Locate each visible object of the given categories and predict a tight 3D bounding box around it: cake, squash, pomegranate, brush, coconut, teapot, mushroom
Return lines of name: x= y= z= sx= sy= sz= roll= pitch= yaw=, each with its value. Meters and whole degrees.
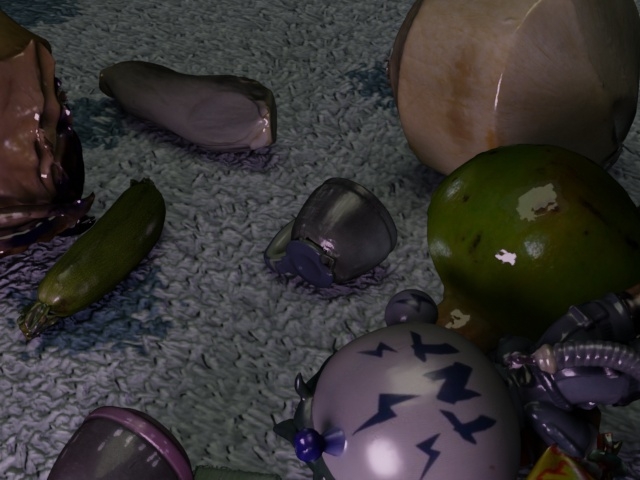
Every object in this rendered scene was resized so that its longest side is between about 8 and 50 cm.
cake: x=-0.407 y=-0.102 z=1.689 sx=0.321 sy=0.332 sz=0.332 roll=42 pitch=38 yaw=0
squash: x=-0.238 y=0.009 z=1.641 sx=0.080 sy=0.071 sz=0.318 roll=-38 pitch=11 yaw=36
pomegranate: x=0.183 y=0.042 z=1.425 sx=0.302 sy=0.236 sz=0.236 roll=-45 pitch=46 yaw=-19
brush: x=-0.100 y=0.265 z=1.237 sx=0.082 sy=0.010 sz=0.218 roll=6 pitch=32 yaw=13
coconut: x=0.252 y=-0.200 z=1.750 sx=0.323 sy=0.323 sz=0.323 roll=-2 pitch=30 yaw=1
teapot: x=-0.175 y=0.232 z=1.227 sx=0.148 sy=0.116 sz=0.146 roll=44 pitch=54 yaw=-2
mushroom: x=-0.181 y=-0.189 z=1.960 sx=0.351 sy=0.097 sz=0.109 roll=20 pitch=35 yaw=38
teapot: x=0.000 y=-0.007 z=1.615 sx=0.149 sy=0.111 sz=0.108 roll=26 pitch=53 yaw=31

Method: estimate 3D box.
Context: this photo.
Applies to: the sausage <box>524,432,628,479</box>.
sausage: x=0.172 y=0.264 z=1.059 sx=0.125 sy=0.117 sz=0.317 roll=35 pitch=49 yaw=2

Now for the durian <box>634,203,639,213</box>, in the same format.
durian: x=0.335 y=0.004 z=1.586 sx=0.188 sy=0.091 sz=0.148 roll=22 pitch=37 yaw=39

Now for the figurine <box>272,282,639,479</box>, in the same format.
figurine: x=0.149 y=0.142 z=1.259 sx=0.382 sy=0.186 sz=0.261 roll=-17 pitch=47 yaw=-15
